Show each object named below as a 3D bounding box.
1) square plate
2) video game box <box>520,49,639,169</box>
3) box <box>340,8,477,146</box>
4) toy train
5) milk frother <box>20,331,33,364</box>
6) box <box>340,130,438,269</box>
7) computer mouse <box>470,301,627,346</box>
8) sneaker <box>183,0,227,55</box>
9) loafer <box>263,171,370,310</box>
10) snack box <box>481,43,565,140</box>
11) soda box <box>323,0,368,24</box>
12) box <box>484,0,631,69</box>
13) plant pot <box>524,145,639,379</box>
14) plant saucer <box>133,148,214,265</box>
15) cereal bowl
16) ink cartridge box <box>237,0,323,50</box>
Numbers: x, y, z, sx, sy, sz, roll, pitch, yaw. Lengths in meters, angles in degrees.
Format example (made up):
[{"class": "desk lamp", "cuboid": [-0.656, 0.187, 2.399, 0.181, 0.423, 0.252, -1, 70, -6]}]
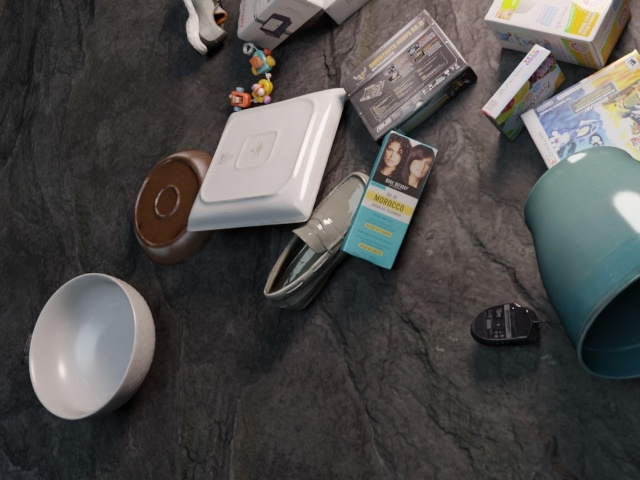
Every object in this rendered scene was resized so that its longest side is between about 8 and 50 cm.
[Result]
[{"class": "square plate", "cuboid": [-0.129, -0.185, 1.363, 0.344, 0.049, 0.347, -3, 57, 34]}, {"class": "video game box", "cuboid": [0.462, -0.177, 1.009, 0.205, 0.048, 0.187, -30, 68, 24]}, {"class": "box", "cuboid": [0.172, -0.324, 1.252, 0.231, 0.056, 0.183, -38, 58, 19]}, {"class": "toy train", "cuboid": [-0.172, -0.388, 1.484, 0.125, 0.046, 0.166, 21, 109, 27]}, {"class": "milk frother", "cuboid": [-0.706, 0.321, 1.602, 0.129, 0.134, 0.143, -20, 58, 62]}, {"class": "box", "cuboid": [0.130, -0.075, 1.173, 0.100, 0.060, 0.244, 22, 89, -3]}, {"class": "computer mouse", "cuboid": [0.364, 0.136, 0.999, 0.242, 0.041, 0.071, -8, 55, 27]}, {"class": "sneaker", "cuboid": [-0.306, -0.623, 1.654, 0.108, 0.100, 0.272, -18, 69, 14]}, {"class": "loafer", "cuboid": [0.000, 0.000, 1.235, 0.112, 0.111, 0.319, 35, 97, 36]}, {"class": "snack box", "cuboid": [0.356, -0.255, 1.078, 0.141, 0.100, 0.037, -51, 54, 12]}, {"class": "soda box", "cuboid": [0.097, -0.587, 1.376, 0.216, 0.069, 0.074, -33, 59, 23]}, {"class": "box", "cuboid": [0.414, -0.391, 1.078, 0.203, 0.103, 0.114, 30, 94, 36]}, {"class": "plant pot", "cuboid": [0.426, 0.011, 0.864, 0.271, 0.271, 0.255, -38, 41, 19]}, {"class": "plant saucer", "cuboid": [-0.374, -0.092, 1.558, 0.310, 0.050, 0.311, -12, 69, 31]}, {"class": "cereal bowl", "cuboid": [-0.528, 0.257, 1.485, 0.339, 0.141, 0.339, -7, 72, 23]}, {"class": "ink cartridge box", "cuboid": [-0.091, -0.577, 1.434, 0.237, 0.100, 0.172, -16, 65, 54]}]
